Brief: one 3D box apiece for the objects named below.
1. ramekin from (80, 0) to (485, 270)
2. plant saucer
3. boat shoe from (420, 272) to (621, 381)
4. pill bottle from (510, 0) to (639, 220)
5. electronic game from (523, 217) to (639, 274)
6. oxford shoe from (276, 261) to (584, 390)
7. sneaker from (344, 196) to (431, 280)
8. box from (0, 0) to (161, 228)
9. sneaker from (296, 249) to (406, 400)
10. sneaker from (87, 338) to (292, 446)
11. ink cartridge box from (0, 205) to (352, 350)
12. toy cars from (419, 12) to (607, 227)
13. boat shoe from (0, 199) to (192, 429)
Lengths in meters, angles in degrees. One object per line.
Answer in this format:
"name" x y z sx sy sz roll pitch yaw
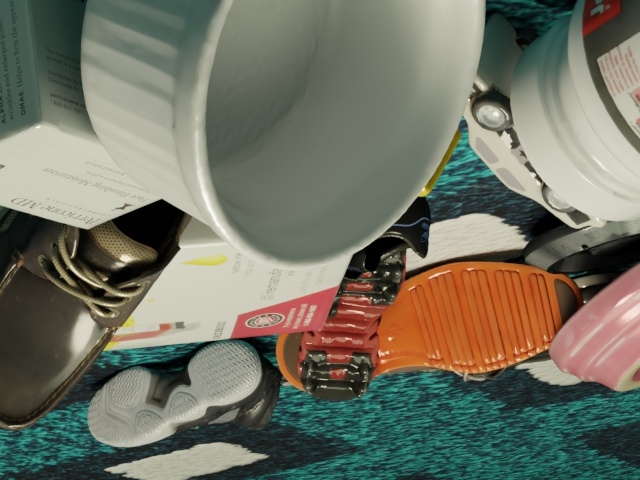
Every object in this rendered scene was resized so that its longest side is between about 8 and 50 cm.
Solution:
"ramekin" -0.028 -0.131 1.298 0.135 0.277 0.277 23 -176 38
"plant saucer" 0.417 0.070 2.215 0.332 0.084 0.332 -28 162 -10
"boat shoe" 0.240 0.130 2.467 0.335 0.096 0.112 -21 158 32
"pill bottle" 0.318 -0.154 1.475 0.210 0.210 0.363 4 158 -34
"electronic game" 0.335 -0.010 2.169 0.229 0.048 0.229 -12 169 -2
"oxford shoe" 0.134 0.092 2.319 0.363 0.130 0.133 -9 -178 14
"sneaker" 0.000 0.000 1.979 0.232 0.090 0.081 -16 160 21
"box" -0.188 -0.123 1.382 0.119 0.182 0.181 -21 158 31
"sneaker" 0.031 0.047 2.133 0.097 0.135 0.276 6 136 -6
"sneaker" -0.158 0.208 2.508 0.268 0.101 0.153 -21 155 27
"ink cartridge box" -0.179 -0.012 1.750 0.384 0.160 0.279 -5 161 -10
"toy cars" 0.092 -0.101 1.583 0.393 0.177 0.087 8 157 -41
"boat shoe" -0.177 -0.009 1.522 0.132 0.355 0.130 28 -175 -14
